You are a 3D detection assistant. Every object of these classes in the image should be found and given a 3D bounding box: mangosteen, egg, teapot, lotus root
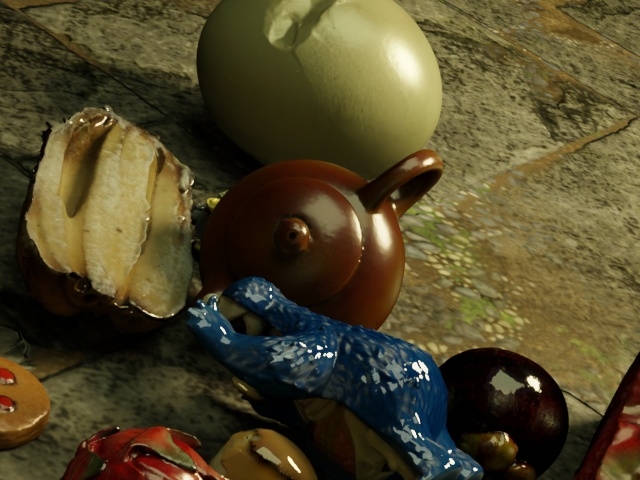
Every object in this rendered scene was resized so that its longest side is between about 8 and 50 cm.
[{"bbox_3d":[0.137,0.157,1.201,0.140,0.140,0.140,17,28,-10],"label":"mangosteen"},{"bbox_3d":[-0.040,0.175,1.082,0.083,0.071,0.071,36,29,2],"label":"egg"},{"bbox_3d":[0.000,0.000,1.263,0.178,0.252,0.135,54,-4,12],"label":"teapot"},{"bbox_3d":[-0.194,-0.017,1.310,0.167,0.078,0.329,33,23,-15],"label":"lotus root"},{"bbox_3d":[-0.004,-0.170,1.551,0.269,0.219,0.219,18,24,25],"label":"egg"}]

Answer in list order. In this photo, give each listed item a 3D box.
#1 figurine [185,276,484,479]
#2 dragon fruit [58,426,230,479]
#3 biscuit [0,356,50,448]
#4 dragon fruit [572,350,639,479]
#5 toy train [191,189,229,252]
[{"bbox_3d":[0.016,0.108,1.145,0.262,0.120,0.164,41,-7,11],"label":"figurine"},{"bbox_3d":[-0.111,0.188,0.974,0.142,0.130,0.121,19,-5,-4],"label":"dragon fruit"},{"bbox_3d":[-0.313,0.097,1.059,0.250,0.036,0.165,12,31,-19],"label":"biscuit"},{"bbox_3d":[0.344,0.173,1.190,0.286,0.228,0.329,36,27,20],"label":"dragon fruit"},{"bbox_3d":[-0.028,0.019,1.377,0.202,0.060,0.081,31,21,14],"label":"toy train"}]
